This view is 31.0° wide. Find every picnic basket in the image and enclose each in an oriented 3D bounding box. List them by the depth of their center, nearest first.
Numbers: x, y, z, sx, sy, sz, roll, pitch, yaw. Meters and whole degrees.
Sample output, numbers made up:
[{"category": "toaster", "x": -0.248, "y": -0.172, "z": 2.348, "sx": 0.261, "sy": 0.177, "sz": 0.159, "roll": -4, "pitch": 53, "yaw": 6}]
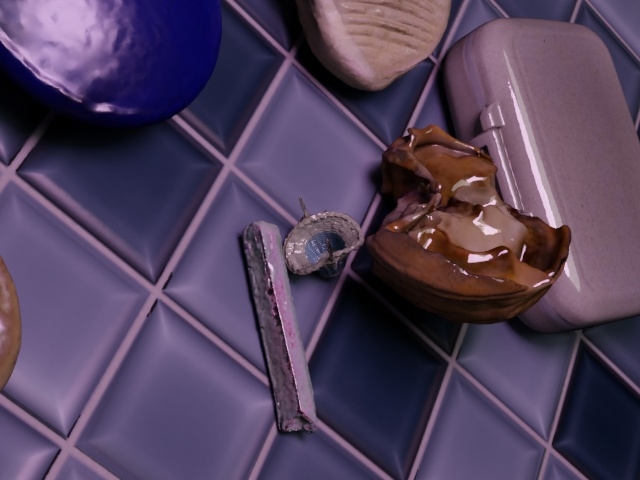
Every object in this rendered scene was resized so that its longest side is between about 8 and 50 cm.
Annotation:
[{"category": "picnic basket", "x": 0.000, "y": 0.000, "z": 1.134, "sx": 0.065, "sy": 0.083, "sz": 0.083, "roll": 63, "pitch": 0, "yaw": 35}]

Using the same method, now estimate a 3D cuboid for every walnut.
[{"category": "walnut", "x": 0.143, "y": 0.006, "z": 1.188, "sx": 0.204, "sy": 0.141, "sz": 0.238, "roll": 17, "pitch": 39, "yaw": -2}]

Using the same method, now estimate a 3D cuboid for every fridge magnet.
[{"category": "fridge magnet", "x": -0.204, "y": -0.220, "z": 1.017, "sx": 0.265, "sy": 0.113, "sz": 0.265, "roll": 16, "pitch": 63, "yaw": -35}]

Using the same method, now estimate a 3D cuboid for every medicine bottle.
[{"category": "medicine bottle", "x": 0.287, "y": -0.080, "z": 1.379, "sx": 0.282, "sy": 0.123, "sz": 0.375, "roll": -5, "pitch": 77, "yaw": -43}]

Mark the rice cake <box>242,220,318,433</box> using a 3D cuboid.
[{"category": "rice cake", "x": -0.039, "y": 0.082, "z": 1.093, "sx": 0.033, "sy": 0.033, "sz": 0.207, "roll": 1, "pitch": 73, "yaw": -51}]

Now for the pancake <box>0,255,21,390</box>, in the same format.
[{"category": "pancake", "x": -0.329, "y": 0.058, "z": 0.839, "sx": 0.242, "sy": 0.050, "sz": 0.241, "roll": 16, "pitch": 63, "yaw": -35}]

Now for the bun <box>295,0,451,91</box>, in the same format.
[{"category": "bun", "x": 0.046, "y": -0.282, "z": 1.249, "sx": 0.210, "sy": 0.116, "sz": 0.237, "roll": -11, "pitch": 107, "yaw": -40}]
